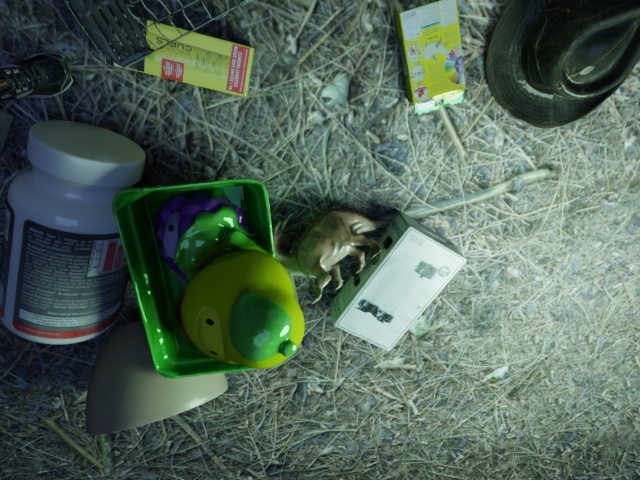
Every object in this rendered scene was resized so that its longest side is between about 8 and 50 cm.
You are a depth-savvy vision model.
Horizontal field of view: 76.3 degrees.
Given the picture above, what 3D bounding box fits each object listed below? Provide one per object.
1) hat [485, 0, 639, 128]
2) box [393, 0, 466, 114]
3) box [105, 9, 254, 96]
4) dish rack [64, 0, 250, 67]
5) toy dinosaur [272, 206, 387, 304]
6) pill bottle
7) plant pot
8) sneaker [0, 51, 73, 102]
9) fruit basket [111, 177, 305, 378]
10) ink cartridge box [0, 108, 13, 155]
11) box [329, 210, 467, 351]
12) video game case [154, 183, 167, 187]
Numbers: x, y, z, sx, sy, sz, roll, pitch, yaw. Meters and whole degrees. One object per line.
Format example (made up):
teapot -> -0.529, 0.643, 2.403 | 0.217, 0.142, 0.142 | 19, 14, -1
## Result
hat -> 0.474, -0.351, 0.713 | 0.331, 0.134, 0.332 | -2, 116, -4
box -> 0.203, -0.331, 0.745 | 0.105, 0.043, 0.179 | -16, 115, 2
box -> -0.235, -0.315, 0.696 | 0.232, 0.058, 0.087 | 11, 113, -12
dish rack -> -0.249, -0.396, 0.596 | 0.271, 0.074, 0.208 | -28, 108, 1
toy dinosaur -> 0.000, 0.000, 0.855 | 0.295, 0.127, 0.200 | -37, 79, -5
pill bottle -> -0.446, -0.011, 0.743 | 0.210, 0.210, 0.363 | 18, 113, -14
plant pot -> -0.362, 0.266, 0.883 | 0.283, 0.284, 0.191 | -15, 83, 2
sneaker -> -0.511, -0.263, 0.684 | 0.178, 0.077, 0.072 | -17, 118, 2
fruit basket -> -0.173, 0.086, 0.678 | 0.282, 0.392, 0.392 | -6, 117, -3
ink cartridge box -> -0.640, -0.172, 0.628 | 0.171, 0.237, 0.100 | 28, 113, -18
box -> 0.167, 0.099, 0.931 | 0.169, 0.087, 0.290 | 27, 110, -18
video game case -> -0.253, 0.012, 0.868 | 0.210, 0.042, 0.232 | 11, 115, -11
